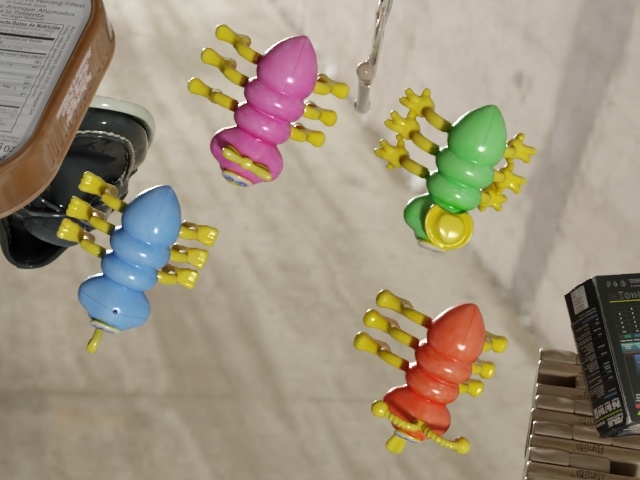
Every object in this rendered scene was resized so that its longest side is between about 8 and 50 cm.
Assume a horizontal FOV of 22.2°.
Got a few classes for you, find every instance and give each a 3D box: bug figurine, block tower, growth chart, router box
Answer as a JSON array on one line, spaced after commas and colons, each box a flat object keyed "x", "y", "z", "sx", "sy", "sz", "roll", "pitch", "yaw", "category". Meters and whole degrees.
[{"x": 0.000, "y": 0.000, "z": 0.927, "sx": 0.072, "sy": 0.279, "sz": 0.216, "roll": -117, "pitch": -132, "yaw": -74, "category": "bug figurine"}, {"x": 0.185, "y": 0.199, "z": 1.164, "sx": 0.335, "sy": 0.097, "sz": 0.091, "roll": -73, "pitch": 168, "yaw": -60, "category": "block tower"}, {"x": 0.059, "y": -0.231, "z": 1.480, "sx": 0.172, "sy": 0.021, "sz": 0.237, "roll": 93, "pitch": 8, "yaw": -74, "category": "growth chart"}, {"x": 0.216, "y": 0.067, "z": 0.986, "sx": 0.038, "sy": 0.122, "sz": 0.092, "roll": 137, "pitch": -53, "yaw": -58, "category": "router box"}]

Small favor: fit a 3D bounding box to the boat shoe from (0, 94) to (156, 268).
[{"x": -0.246, "y": -0.045, "z": 1.539, "sx": 0.340, "sy": 0.127, "sz": 0.113, "roll": -24, "pitch": -123, "yaw": 59, "category": "boat shoe"}]

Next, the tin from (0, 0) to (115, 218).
[{"x": -0.188, "y": -0.091, "z": 0.955, "sx": 0.040, "sy": 0.106, "sz": 0.190, "roll": 87, "pitch": 18, "yaw": -52, "category": "tin"}]
